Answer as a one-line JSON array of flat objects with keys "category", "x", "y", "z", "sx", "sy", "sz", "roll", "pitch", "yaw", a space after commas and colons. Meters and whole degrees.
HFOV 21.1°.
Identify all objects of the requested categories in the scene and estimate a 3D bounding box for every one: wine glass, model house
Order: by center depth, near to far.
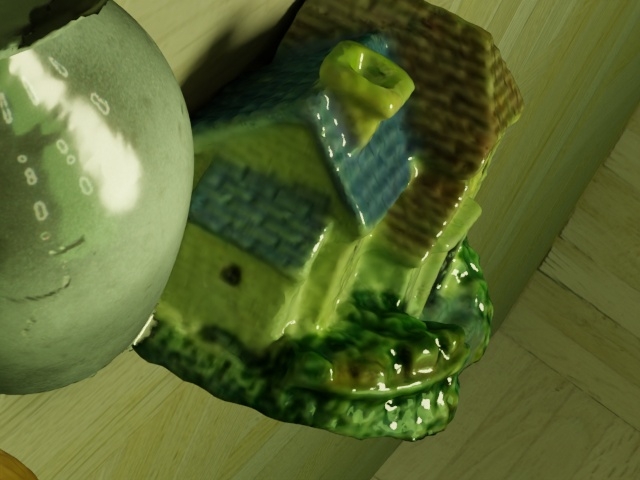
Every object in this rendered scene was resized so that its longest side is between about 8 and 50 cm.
[{"category": "wine glass", "x": -0.098, "y": -0.041, "z": 0.505, "sx": 0.126, "sy": 0.126, "sz": 0.241, "roll": -50, "pitch": 165, "yaw": -22}, {"category": "model house", "x": 0.020, "y": -0.025, "z": 0.914, "sx": 0.214, "sy": 0.195, "sz": 0.189, "roll": -42, "pitch": 156, "yaw": -58}]

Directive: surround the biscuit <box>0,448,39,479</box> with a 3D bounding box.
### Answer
[{"category": "biscuit", "x": -0.217, "y": 0.179, "z": 0.759, "sx": 0.213, "sy": 0.091, "sz": 0.274, "roll": -57, "pitch": 168, "yaw": 30}]
